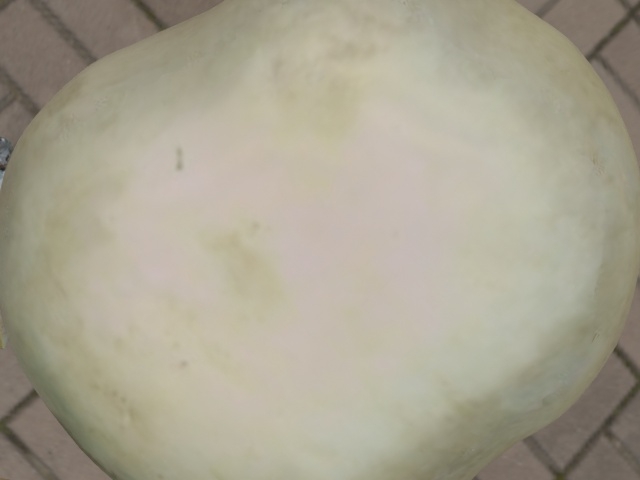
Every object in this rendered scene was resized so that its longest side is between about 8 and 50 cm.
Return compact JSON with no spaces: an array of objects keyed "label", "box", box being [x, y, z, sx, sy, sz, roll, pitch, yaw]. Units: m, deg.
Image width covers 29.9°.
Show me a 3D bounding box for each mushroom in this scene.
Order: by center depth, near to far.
[{"label":"mushroom","box":[0.000,0.000,0.525,0.260,0.234,0.254,15,98,4]}]

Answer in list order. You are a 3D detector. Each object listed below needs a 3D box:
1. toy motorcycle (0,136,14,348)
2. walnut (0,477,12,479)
[{"label":"toy motorcycle","box":[-0.317,0.015,1.124,0.094,0.229,0.130,11,44,6]},{"label":"walnut","box":[-0.421,0.469,1.449,0.381,0.381,0.381,3,82,-19]}]
